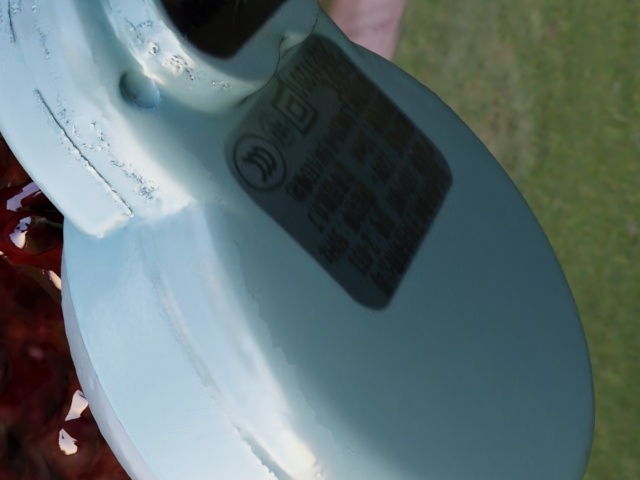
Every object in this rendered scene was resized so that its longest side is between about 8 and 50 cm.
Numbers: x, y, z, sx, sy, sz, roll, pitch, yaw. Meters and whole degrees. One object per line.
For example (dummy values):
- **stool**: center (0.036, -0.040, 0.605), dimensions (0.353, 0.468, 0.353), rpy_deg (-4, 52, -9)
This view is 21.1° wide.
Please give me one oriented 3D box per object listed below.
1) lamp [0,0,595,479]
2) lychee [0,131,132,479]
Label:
- **lamp**: center (-0.010, 0.004, 0.593), dimensions (0.147, 0.284, 0.209), rpy_deg (-14, 23, 25)
- **lychee**: center (-0.226, 0.035, 0.877), dimensions (0.500, 0.425, 0.424), rpy_deg (-17, 53, 38)
